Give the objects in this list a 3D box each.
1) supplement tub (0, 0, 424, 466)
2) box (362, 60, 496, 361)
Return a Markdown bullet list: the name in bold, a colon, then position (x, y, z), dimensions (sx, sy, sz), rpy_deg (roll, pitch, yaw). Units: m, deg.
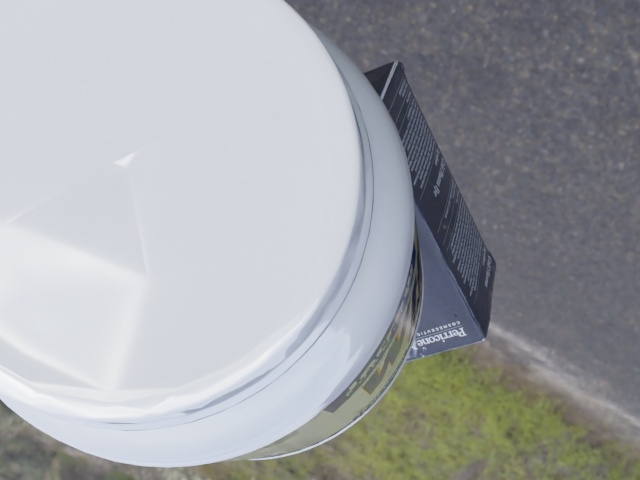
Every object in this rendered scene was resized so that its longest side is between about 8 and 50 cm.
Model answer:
- **supplement tub**: position (-0.063, 0.004, 0.576), dimensions (0.235, 0.235, 0.325), rpy_deg (22, 173, 10)
- **box**: position (0.000, 0.000, 1.299), dimensions (0.343, 0.179, 0.313), rpy_deg (-19, 115, 24)
